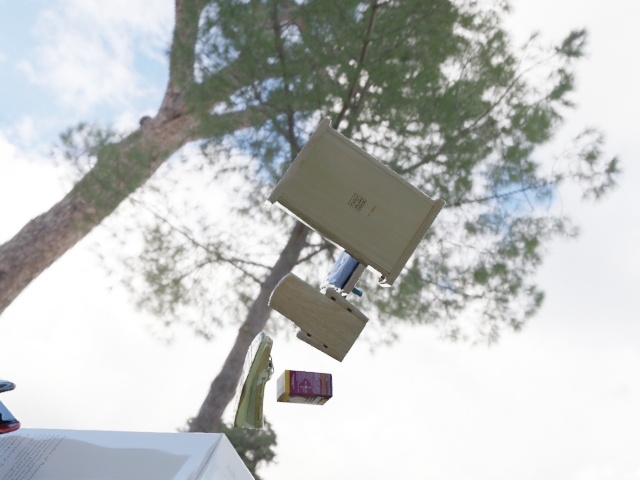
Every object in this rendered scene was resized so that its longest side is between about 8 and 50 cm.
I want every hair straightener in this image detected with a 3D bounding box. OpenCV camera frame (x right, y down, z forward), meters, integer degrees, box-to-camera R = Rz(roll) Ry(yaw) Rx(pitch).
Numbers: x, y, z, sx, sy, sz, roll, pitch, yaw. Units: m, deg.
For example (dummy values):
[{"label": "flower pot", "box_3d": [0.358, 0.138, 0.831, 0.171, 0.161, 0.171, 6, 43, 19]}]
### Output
[{"label": "hair straightener", "box_3d": [-0.373, 0.139, 0.773, 0.230, 0.047, 0.089, 9, -76, 58]}]

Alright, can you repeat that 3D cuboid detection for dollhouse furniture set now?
[{"label": "dollhouse furniture set", "box_3d": [0.000, 0.000, 1.055, 0.198, 0.286, 0.303, 35, -9, -5]}]

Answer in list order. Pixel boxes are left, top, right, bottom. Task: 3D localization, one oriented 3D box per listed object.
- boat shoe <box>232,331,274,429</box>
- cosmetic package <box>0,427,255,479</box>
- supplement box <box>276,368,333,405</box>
[{"label": "boat shoe", "box_3d": [-0.087, 0.201, 1.004, 0.048, 0.056, 0.153, 13, -75, -12]}, {"label": "cosmetic package", "box_3d": [-0.236, 0.319, 0.751, 0.366, 0.155, 0.197, -7, -57, 28]}, {"label": "supplement box", "box_3d": [-0.027, 0.244, 1.166, 0.083, 0.043, 0.055, 8, -32, -16]}]
